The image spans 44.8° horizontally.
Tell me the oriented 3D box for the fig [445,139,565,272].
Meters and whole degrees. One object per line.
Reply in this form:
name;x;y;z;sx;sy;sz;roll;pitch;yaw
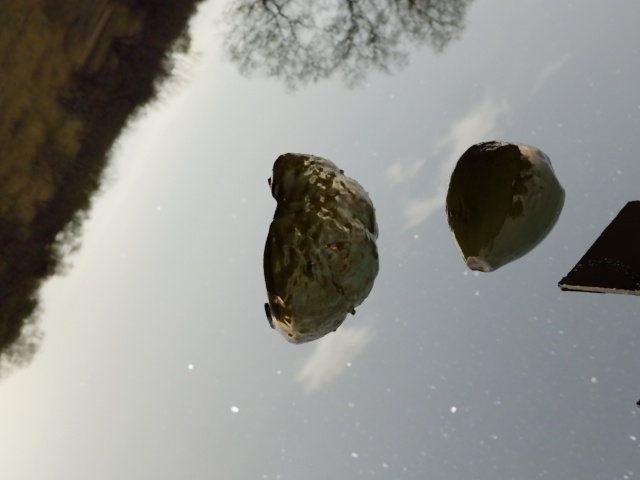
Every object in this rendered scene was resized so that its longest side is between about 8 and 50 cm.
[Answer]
fig;0.358;-0.064;1.548;0.271;0.240;0.239;-71;-161;-3

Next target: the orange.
orange;0.000;0.000;1.408;0.271;0.211;0.368;71;18;-57

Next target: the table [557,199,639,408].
table;0.505;0.088;0.960;0.196;0.250;0.282;-45;-161;-21
